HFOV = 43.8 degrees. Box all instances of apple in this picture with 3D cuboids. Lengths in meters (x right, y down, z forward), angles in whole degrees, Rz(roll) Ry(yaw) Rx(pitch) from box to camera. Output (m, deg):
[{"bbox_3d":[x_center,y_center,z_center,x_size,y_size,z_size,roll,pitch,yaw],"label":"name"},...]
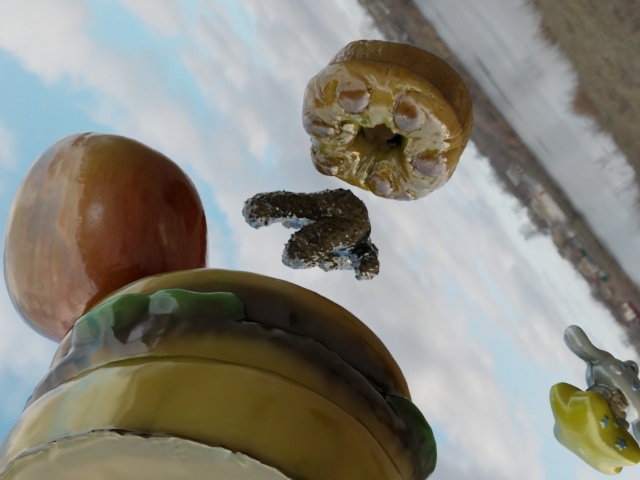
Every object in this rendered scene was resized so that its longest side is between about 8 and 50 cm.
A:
[{"bbox_3d":[-0.230,0.004,0.907,0.242,0.242,0.240,15,-100,-64],"label":"apple"}]

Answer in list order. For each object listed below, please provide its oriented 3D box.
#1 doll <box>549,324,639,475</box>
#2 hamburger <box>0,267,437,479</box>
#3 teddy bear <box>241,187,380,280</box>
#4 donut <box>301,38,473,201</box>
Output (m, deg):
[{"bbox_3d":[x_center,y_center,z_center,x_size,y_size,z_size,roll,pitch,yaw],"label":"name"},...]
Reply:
[{"bbox_3d":[0.258,0.152,0.712,0.135,0.071,0.113,34,-124,-18],"label":"doll"},{"bbox_3d":[-0.089,0.208,0.715,0.395,0.396,0.277,47,-156,-18],"label":"hamburger"},{"bbox_3d":[0.014,-0.014,1.145,0.182,0.129,0.251,50,-169,22],"label":"teddy bear"},{"bbox_3d":[0.083,-0.149,1.009,0.226,0.227,0.113,45,-128,-23],"label":"donut"}]
